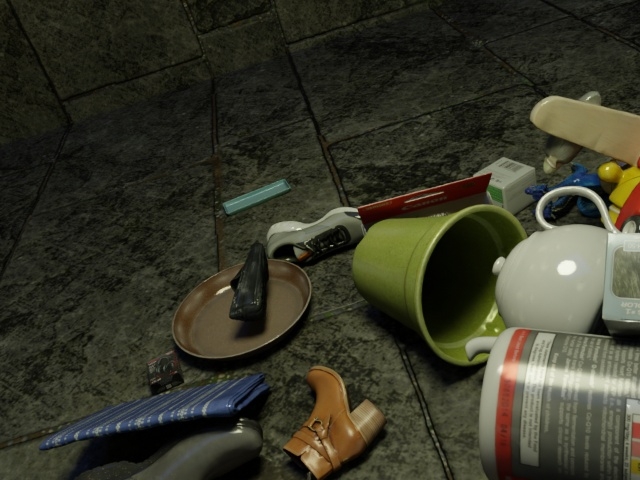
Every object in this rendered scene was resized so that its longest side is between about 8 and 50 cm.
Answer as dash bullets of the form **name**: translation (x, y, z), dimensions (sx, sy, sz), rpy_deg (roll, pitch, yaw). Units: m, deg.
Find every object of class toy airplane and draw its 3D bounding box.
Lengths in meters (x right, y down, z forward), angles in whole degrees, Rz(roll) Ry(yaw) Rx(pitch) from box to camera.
- **toy airplane**: translation (0.606, -0.147, 1.206), dimensions (0.384, 0.386, 0.272), rpy_deg (-28, 6, -5)

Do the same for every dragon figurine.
- **dragon figurine**: translation (0.589, -0.104, 1.402), dimensions (0.289, 0.085, 0.144), rpy_deg (2, 38, 29)

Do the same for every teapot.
- **teapot**: translation (0.372, 0.070, 1.072), dimensions (0.187, 0.253, 0.256), rpy_deg (27, 37, 29)

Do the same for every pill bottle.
- **pill bottle**: translation (0.391, 0.223, 0.788), dimensions (0.363, 0.210, 0.210), rpy_deg (3, 38, 29)

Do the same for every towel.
- **towel**: translation (-0.271, 0.300, 1.152), dimensions (0.336, 0.040, 0.243), rpy_deg (-14, -3, 9)

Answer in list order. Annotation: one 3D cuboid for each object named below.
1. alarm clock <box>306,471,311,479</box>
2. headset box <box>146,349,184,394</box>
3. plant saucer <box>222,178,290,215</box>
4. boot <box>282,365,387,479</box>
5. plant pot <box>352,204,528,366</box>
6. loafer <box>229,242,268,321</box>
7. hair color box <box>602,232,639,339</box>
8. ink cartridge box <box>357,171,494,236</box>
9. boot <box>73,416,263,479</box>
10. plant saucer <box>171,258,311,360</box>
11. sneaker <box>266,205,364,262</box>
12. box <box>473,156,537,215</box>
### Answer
- **alarm clock**: translation (-0.039, 0.426, 0.937), dimensions (0.129, 0.064, 0.192), rpy_deg (18, 45, 42)
- **headset box**: translation (-0.316, 0.264, 1.343), dimensions (0.062, 0.032, 0.083), rpy_deg (-23, 34, -7)
- **plant saucer**: translation (-0.178, -0.120, 1.863), dimensions (0.192, 0.018, 0.067), rpy_deg (-22, 33, -8)
- **boot**: translation (-0.004, 0.300, 1.105), dimensions (0.152, 0.073, 0.197), rpy_deg (-37, 34, -21)
- **plant pot**: translation (0.201, 0.061, 1.217), dimensions (0.276, 0.276, 0.254), rpy_deg (-34, 24, -24)
- **loafer**: translation (-0.152, 0.083, 1.403), dimensions (0.078, 0.076, 0.223), rpy_deg (-6, 38, 5)
- **hair color box**: translation (0.495, 0.099, 0.888), dimensions (0.185, 0.374, 0.114), rpy_deg (2, 74, 29)
- **ink cartridge box**: translation (0.222, -0.044, 1.374), dimensions (0.275, 0.239, 0.060), rpy_deg (-15, 76, 5)
- **boot**: translation (-0.225, 0.426, 1.012), dimensions (0.338, 0.118, 0.223), rpy_deg (-25, 40, 1)
- **plant saucer**: translation (-0.163, 0.153, 1.419), dimensions (0.310, 0.050, 0.311), rpy_deg (-13, 32, 8)
- **sneaker**: translation (0.000, 0.000, 1.532), dimensions (0.271, 0.100, 0.108), rpy_deg (-14, 37, 18)
- **box**: translation (0.420, -0.120, 1.506), dimensions (0.102, 0.087, 0.101), rpy_deg (-31, 35, -18)
